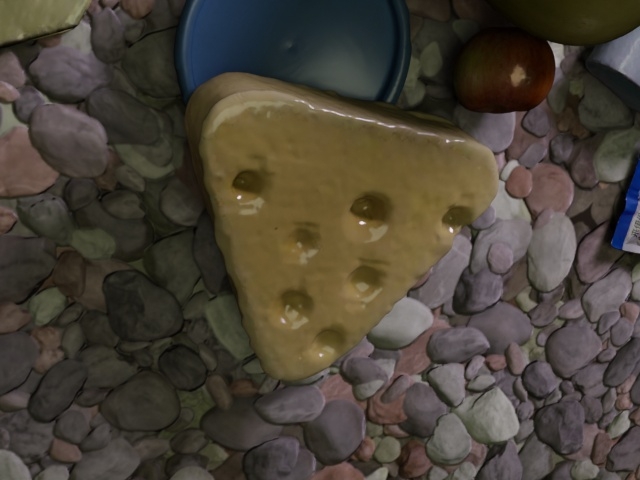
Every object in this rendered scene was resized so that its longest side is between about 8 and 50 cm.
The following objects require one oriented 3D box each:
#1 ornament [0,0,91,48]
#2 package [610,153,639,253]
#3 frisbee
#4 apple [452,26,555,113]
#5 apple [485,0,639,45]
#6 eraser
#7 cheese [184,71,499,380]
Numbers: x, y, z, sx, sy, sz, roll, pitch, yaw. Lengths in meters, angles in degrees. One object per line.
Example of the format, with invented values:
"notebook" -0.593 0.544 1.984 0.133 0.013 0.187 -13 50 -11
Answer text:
"ornament" -0.346 -0.264 0.852 0.201 0.059 0.180 30 95 -22
"package" 0.519 -0.053 1.236 0.173 0.027 0.171 12 101 -26
"frisbee" -0.031 -0.222 0.973 0.289 0.049 0.290 -9 119 -17
"apple" 0.226 -0.211 1.034 0.126 0.126 0.102 2 92 -20
"apple" 0.274 -0.348 0.931 0.257 0.295 0.233 24 119 -2
"eraser" 0.481 -0.293 1.124 0.174 0.081 0.227 29 93 -25
"cheese" 0.001 0.000 1.006 0.383 0.104 0.384 -9 117 -19
